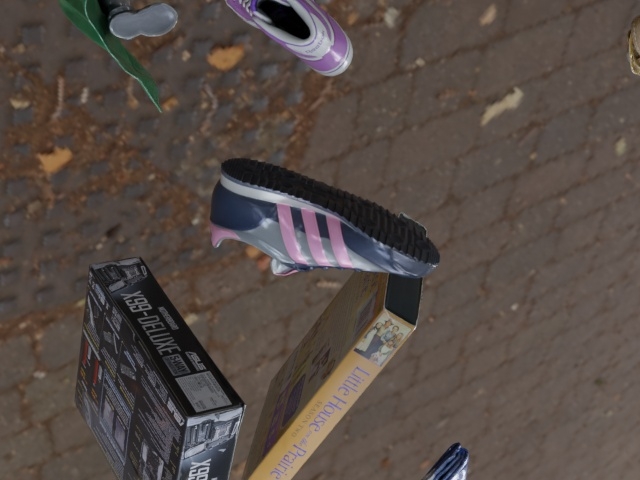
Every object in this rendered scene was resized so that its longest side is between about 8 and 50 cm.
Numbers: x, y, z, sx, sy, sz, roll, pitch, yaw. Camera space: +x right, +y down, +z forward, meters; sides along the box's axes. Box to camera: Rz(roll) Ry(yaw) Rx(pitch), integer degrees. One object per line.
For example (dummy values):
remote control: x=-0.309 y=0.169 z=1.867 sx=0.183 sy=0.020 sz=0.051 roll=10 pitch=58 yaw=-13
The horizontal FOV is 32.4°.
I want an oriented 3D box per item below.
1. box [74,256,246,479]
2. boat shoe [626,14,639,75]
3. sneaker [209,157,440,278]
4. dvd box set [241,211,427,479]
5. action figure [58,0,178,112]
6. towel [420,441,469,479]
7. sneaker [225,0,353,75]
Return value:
box: x=-0.214 y=0.207 z=1.388 sx=0.076 sy=0.307 sz=0.242 roll=-9 pitch=128 yaw=-32
boat shoe: x=0.279 y=-0.154 z=0.899 sx=0.059 sy=0.063 sz=0.170 roll=-5 pitch=177 yaw=34
sneaker: x=0.000 y=0.000 z=1.497 sx=0.112 sy=0.319 sz=0.131 roll=-57 pitch=169 yaw=-64
dvd box set: x=0.023 y=0.185 z=1.751 sx=0.420 sy=0.062 sz=0.307 roll=-54 pitch=-170 yaw=27
action figure: x=-0.144 y=-0.174 z=0.668 sx=0.063 sy=0.232 sz=0.137 roll=-28 pitch=121 yaw=-8
towel: x=0.090 y=0.396 z=1.343 sx=0.285 sy=0.034 sz=0.209 roll=-39 pitch=144 yaw=-32
sneaker: x=-0.079 y=-0.368 z=1.670 sx=0.102 sy=0.282 sz=0.161 roll=-56 pitch=152 yaw=9
